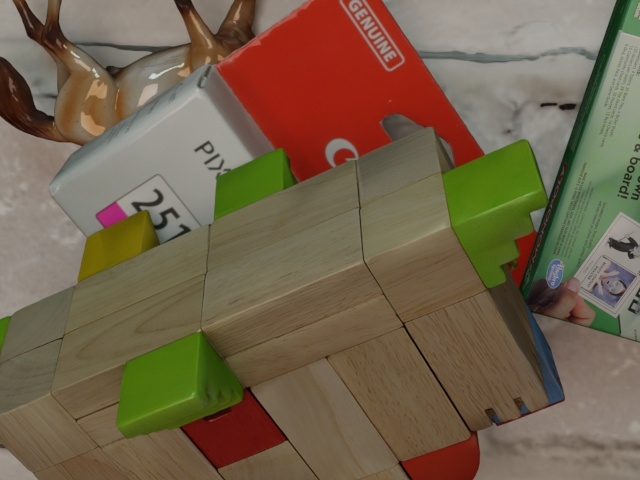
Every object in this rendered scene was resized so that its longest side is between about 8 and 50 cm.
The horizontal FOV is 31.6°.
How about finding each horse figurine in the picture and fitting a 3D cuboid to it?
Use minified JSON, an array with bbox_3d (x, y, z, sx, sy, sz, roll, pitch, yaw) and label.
[{"bbox_3d":[-0.122,-0.123,0.775,0.263,0.066,0.174,-11,111,7],"label":"horse figurine"}]

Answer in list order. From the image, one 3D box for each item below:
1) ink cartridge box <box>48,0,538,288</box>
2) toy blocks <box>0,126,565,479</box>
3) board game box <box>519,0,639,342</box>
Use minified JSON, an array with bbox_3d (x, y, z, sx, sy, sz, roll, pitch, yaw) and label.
[{"bbox_3d":[0.000,0.000,0.757,0.239,0.060,0.275,-31,110,18],"label":"ink cartridge box"},{"bbox_3d":[-0.004,0.108,0.699,0.381,0.191,0.261,-24,124,15],"label":"toy blocks"},{"bbox_3d":[0.275,-0.075,0.708,0.213,0.046,0.317,17,106,1],"label":"board game box"}]
